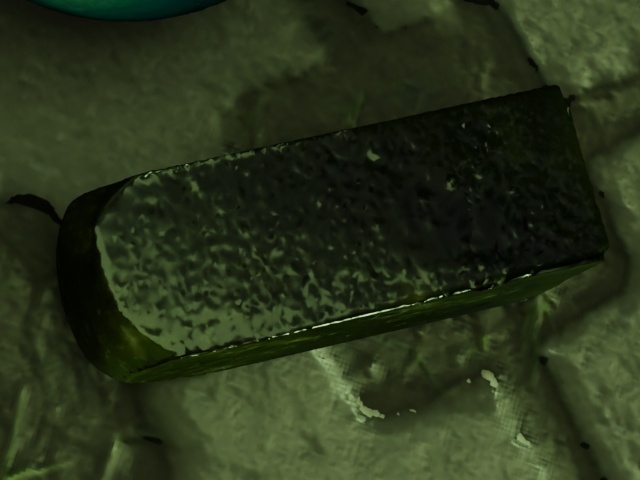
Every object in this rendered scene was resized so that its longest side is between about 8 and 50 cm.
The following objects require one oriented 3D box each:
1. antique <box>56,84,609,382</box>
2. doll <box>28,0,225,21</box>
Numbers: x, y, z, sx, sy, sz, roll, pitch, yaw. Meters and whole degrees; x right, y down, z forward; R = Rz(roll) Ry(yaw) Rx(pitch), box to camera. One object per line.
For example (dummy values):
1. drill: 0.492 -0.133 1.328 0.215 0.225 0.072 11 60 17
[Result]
1. antique: 0.000 0.000 0.808 0.220 0.080 0.081 -12 80 -20
2. doll: -0.058 -0.214 0.782 0.322 0.198 0.186 -60 140 -32
